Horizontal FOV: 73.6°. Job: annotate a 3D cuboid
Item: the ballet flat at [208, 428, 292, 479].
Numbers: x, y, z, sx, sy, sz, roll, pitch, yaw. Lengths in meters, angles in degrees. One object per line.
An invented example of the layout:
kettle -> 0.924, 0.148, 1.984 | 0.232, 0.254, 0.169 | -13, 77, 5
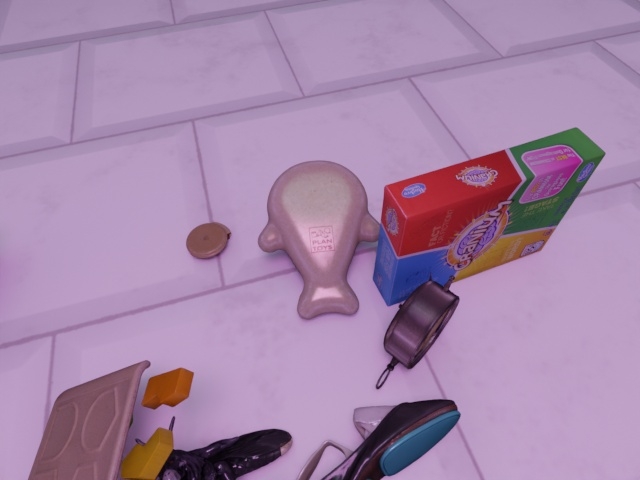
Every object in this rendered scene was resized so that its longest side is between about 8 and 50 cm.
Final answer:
ballet flat -> -0.118, 0.302, 0.571 | 0.173, 0.049, 0.057 | -19, 13, -14

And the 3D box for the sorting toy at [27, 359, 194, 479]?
sorting toy -> -0.265, 0.263, 0.511 | 0.307, 0.041, 0.229 | -24, 44, 30

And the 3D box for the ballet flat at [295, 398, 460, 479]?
ballet flat -> 0.054, 0.277, 0.550 | 0.280, 0.095, 0.096 | -33, 47, -21

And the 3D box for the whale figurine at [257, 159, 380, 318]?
whale figurine -> 0.000, 0.000, 0.755 | 0.216, 0.141, 0.272 | -7, 77, -3

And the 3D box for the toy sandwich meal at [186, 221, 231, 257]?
toy sandwich meal -> -0.211, 0.001, 0.805 | 0.085, 0.029, 0.086 | -1, 58, 2

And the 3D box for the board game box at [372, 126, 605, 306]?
board game box -> 0.245, -0.028, 0.679 | 0.316, 0.242, 0.064 | -18, 55, -11

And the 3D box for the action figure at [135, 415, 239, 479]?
action figure -> -0.121, 0.322, 0.454 | 0.164, 0.141, 0.276 | -25, 73, -29

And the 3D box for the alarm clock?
alarm clock -> 0.135, 0.138, 0.634 | 0.064, 0.129, 0.192 | 31, 81, 24
